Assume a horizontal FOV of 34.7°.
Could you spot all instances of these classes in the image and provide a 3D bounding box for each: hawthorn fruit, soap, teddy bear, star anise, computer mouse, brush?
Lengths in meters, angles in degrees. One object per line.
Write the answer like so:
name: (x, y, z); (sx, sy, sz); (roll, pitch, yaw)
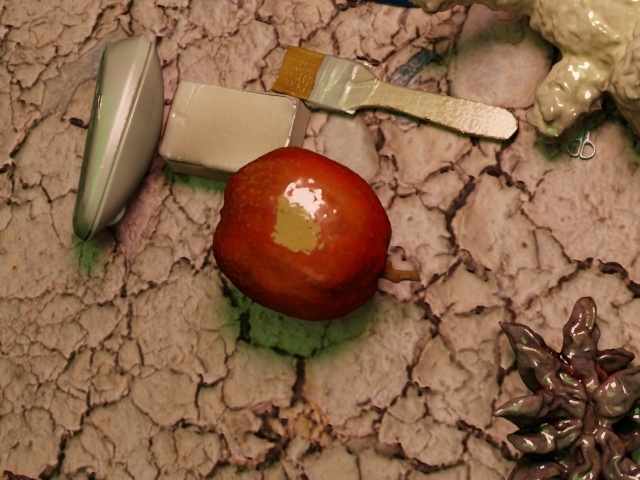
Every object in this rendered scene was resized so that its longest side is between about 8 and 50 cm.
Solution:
hawthorn fruit: (0.000, 0.000, 1.234); (0.253, 0.205, 0.205); (20, 83, 15)
soap: (-0.117, -0.141, 1.370); (0.183, 0.064, 0.121); (11, 79, 19)
teddy bear: (0.326, -0.222, 1.132); (0.327, 0.375, 0.362); (-55, 39, 42)
star anise: (0.289, 0.198, 1.139); (0.212, 0.129, 0.282); (9, 83, 2)
computer mouse: (-0.266, -0.135, 1.378); (0.097, 0.159, 0.288); (10, 81, -19)
brush: (0.097, -0.186, 1.341); (0.336, 0.020, 0.085); (19, 82, 19)

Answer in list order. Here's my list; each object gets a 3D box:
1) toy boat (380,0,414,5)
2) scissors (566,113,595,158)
toy boat: (0.062, -0.371, 1.387); (0.229, 0.046, 0.080); (29, 83, 23)
scissors: (0.330, -0.141, 1.266); (0.036, 0.006, 0.083); (15, 81, 18)
